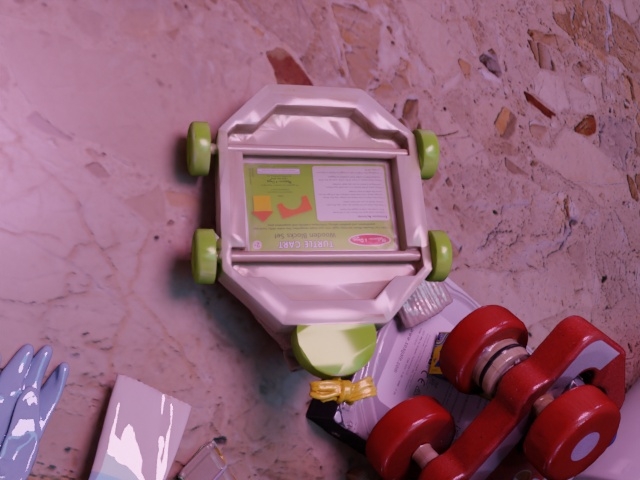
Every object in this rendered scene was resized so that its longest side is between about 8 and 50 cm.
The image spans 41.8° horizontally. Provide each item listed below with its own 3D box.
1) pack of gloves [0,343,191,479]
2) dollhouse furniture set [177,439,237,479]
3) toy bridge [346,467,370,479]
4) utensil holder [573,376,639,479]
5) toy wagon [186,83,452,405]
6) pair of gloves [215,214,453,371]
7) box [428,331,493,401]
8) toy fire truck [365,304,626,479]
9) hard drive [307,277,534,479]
[{"bbox_3d":[-0.239,0.216,0.736,0.195,0.046,0.232,29,52,-18],"label":"pack of gloves"},{"bbox_3d":[-0.143,0.274,0.823,0.076,0.058,0.151,58,36,-7],"label":"dollhouse furniture set"},{"bbox_3d":[-0.012,0.323,0.912,0.188,0.026,0.063,-26,100,-36],"label":"toy bridge"},{"bbox_3d":[0.528,0.330,1.134,0.385,0.327,0.328,-32,103,-35],"label":"utensil holder"},{"bbox_3d":[0.000,0.000,0.866,0.267,0.068,0.344,0,71,-14],"label":"toy wagon"},{"bbox_3d":[0.022,0.020,0.926,0.240,0.042,0.204,-19,82,-26],"label":"pair of gloves"},{"bbox_3d":[0.211,0.161,1.003,0.169,0.059,0.054,28,69,-31],"label":"box"},{"bbox_3d":[0.216,0.222,0.904,0.302,0.169,0.254,-51,138,6],"label":"toy fire truck"},{"bbox_3d":[0.161,0.194,1.040,0.339,0.064,0.237,40,62,-27],"label":"hard drive"}]
